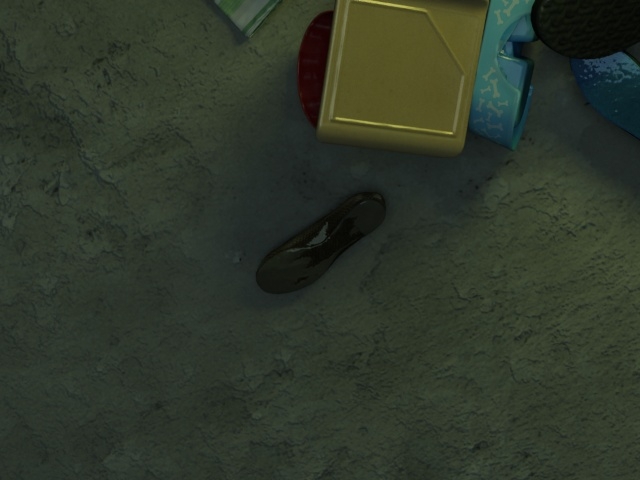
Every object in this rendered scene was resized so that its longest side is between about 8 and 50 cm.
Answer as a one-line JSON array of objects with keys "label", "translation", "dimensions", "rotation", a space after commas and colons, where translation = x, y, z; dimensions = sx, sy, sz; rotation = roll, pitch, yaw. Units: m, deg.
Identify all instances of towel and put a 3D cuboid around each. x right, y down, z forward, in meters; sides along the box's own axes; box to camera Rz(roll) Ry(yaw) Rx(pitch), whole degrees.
[{"label": "towel", "translation": [-0.133, -0.394, 1.694], "dimensions": [0.152, 0.023, 0.113], "rotation": [45, 130, -5]}]

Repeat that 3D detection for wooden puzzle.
[{"label": "wooden puzzle", "translation": [0.113, -0.242, 1.566], "dimensions": [0.221, 0.044, 0.238], "rotation": [6, 105, -16]}]

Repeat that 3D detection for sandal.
[{"label": "sandal", "translation": [0.475, -0.399, 1.585], "dimensions": [0.446, 0.107, 0.167], "rotation": [-30, 131, -10]}]

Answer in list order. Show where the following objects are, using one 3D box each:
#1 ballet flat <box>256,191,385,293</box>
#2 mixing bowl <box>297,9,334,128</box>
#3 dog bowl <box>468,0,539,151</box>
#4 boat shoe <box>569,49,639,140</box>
[{"label": "ballet flat", "translation": [0.000, 0.000, 1.782], "dimensions": [0.250, 0.058, 0.084], "rotation": [-37, 118, 18]}, {"label": "mixing bowl", "translation": [0.051, -0.251, 1.673], "dimensions": [0.098, 0.181, 0.181], "rotation": [-4, 105, -31]}, {"label": "dog bowl", "translation": [0.281, -0.284, 1.637], "dimensions": [0.074, 0.166, 0.297], "rotation": [14, 104, 15]}, {"label": "boat shoe", "translation": [0.468, -0.207, 1.671], "dimensions": [0.109, 0.089, 0.258], "rotation": [-39, 102, 25]}]
